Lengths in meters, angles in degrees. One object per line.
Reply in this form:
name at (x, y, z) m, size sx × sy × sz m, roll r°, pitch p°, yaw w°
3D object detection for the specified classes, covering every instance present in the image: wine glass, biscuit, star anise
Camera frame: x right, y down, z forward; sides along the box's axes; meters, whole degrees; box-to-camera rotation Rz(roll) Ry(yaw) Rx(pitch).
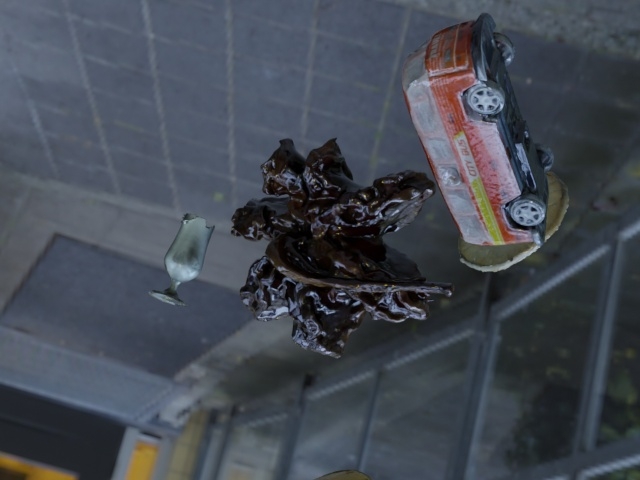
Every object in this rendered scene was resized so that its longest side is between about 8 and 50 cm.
wine glass at (-0.126, 0.017, 1.179) m, size 0.039 × 0.083 × 0.042 m, roll 22°, pitch 166°, yaw -16°
biscuit at (0.223, -0.025, 1.509) m, size 0.152 × 0.152 × 0.020 m, roll -7°, pitch 137°, yaw 48°
star anise at (0.000, 0.000, 1.160) m, size 0.126 × 0.190 × 0.220 m, roll 7°, pitch 151°, yaw -45°

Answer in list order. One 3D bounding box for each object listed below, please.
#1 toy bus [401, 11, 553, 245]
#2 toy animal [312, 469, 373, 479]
toy bus at (0.114, -0.077, 0.934) m, size 0.077 × 0.079 × 0.174 m, roll -10°, pitch 128°, yaw 24°
toy animal at (-0.001, 0.123, 0.316) m, size 0.082 × 0.091 × 0.114 m, roll 34°, pitch 133°, yaw 13°
